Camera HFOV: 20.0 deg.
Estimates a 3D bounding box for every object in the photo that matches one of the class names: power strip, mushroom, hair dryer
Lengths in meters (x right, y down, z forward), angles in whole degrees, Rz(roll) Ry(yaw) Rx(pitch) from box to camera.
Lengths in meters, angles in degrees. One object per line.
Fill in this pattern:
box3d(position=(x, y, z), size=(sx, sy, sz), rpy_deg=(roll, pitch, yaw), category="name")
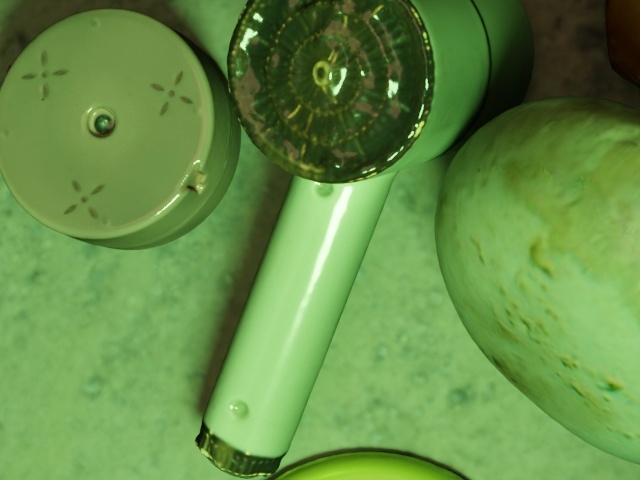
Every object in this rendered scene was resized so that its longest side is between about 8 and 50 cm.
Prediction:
box3d(position=(-0.132, -0.072, 1.176), size=(0.154, 0.078, 0.154), rpy_deg=(-1, 84, 14), category="power strip")
box3d(position=(0.196, 0.000, 1.045), size=(0.243, 0.243, 0.244), rpy_deg=(-1, 83, 11), category="mushroom")
box3d(position=(0.000, 0.000, 1.107), size=(0.128, 0.203, 0.362), rpy_deg=(26, 108, 16), category="hair dryer")

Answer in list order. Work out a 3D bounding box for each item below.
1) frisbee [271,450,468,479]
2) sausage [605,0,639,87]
box3d(position=(0.030, 0.250, 1.139), size=(0.236, 0.017, 0.236), rpy_deg=(-1, 84, 11), category="frisbee")
box3d(position=(0.221, -0.234, 1.124), size=(0.089, 0.083, 0.300), rpy_deg=(-2, 82, 23), category="sausage")
